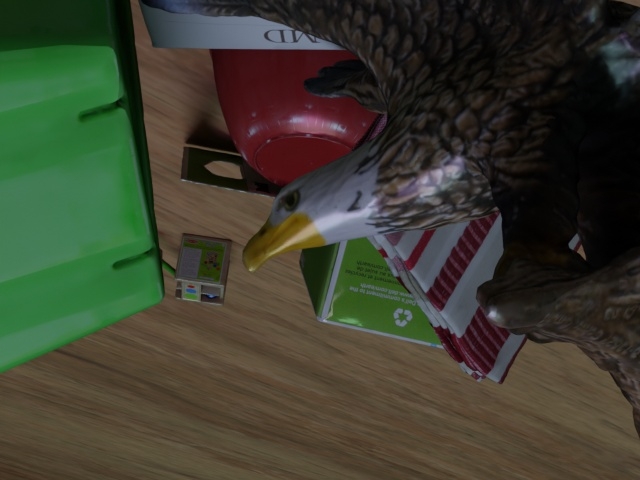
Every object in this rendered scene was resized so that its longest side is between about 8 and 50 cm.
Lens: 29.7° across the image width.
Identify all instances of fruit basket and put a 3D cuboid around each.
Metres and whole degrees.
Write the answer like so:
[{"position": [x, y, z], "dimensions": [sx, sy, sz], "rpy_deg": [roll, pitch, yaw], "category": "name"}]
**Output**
[{"position": [-0.282, -0.107, 0.626], "dimensions": [0.392, 0.392, 0.283], "rpy_deg": [3, 135, 7], "category": "fruit basket"}]

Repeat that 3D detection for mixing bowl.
[{"position": [-0.001, -0.098, 0.917], "dimensions": [0.181, 0.098, 0.181], "rpy_deg": [5, 154, 2], "category": "mixing bowl"}]

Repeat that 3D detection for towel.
[{"position": [0.129, -0.052, 0.851], "dimensions": [0.037, 0.237, 0.329], "rpy_deg": [25, 166, 32], "category": "towel"}]

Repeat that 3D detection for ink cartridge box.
[{"position": [0.000, 0.000, 1.022], "dimensions": [0.255, 0.097, 0.189], "rpy_deg": [11, -168, -8], "category": "ink cartridge box"}]

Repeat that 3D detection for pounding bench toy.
[{"position": [-0.139, 0.031, 1.266], "dimensions": [0.083, 0.052, 0.065], "rpy_deg": [9, 155, -3], "category": "pounding bench toy"}]

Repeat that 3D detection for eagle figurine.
[{"position": [0.053, -0.067, 0.486], "dimensions": [0.225, 0.298, 0.226], "rpy_deg": [-9, 138, -16], "category": "eagle figurine"}]

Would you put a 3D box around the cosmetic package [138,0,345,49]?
[{"position": [-0.011, -0.249, 0.545], "dimensions": [0.197, 0.155, 0.365], "rpy_deg": [0, 153, 6], "category": "cosmetic package"}]
